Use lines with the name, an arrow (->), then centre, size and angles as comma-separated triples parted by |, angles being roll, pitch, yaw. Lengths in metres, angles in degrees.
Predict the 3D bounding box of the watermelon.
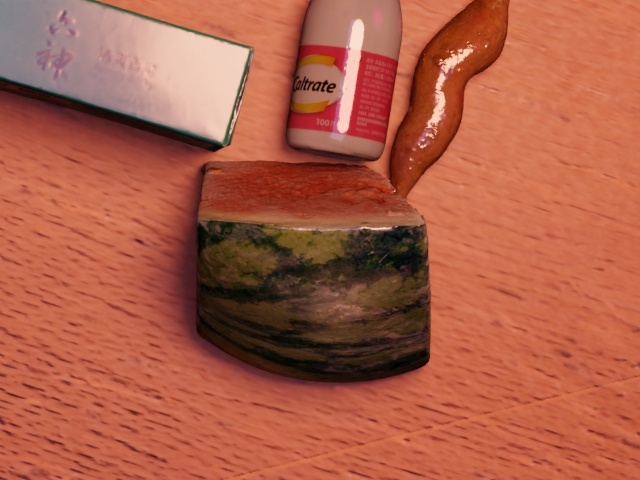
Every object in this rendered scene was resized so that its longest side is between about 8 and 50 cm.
watermelon -> 0.000, 0.000, 1.595 | 0.213, 0.261, 0.201 | 1, 63, -3

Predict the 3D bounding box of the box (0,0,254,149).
box -> -0.187, -0.153, 1.583 | 0.245, 0.153, 0.092 | 16, 89, -8

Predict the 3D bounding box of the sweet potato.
sweet potato -> 0.108, -0.134, 1.665 | 0.065, 0.051, 0.218 | 29, 87, -8

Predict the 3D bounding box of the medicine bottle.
medicine bottle -> 0.028, -0.183, 1.636 | 0.090, 0.090, 0.216 | 9, 89, -6
